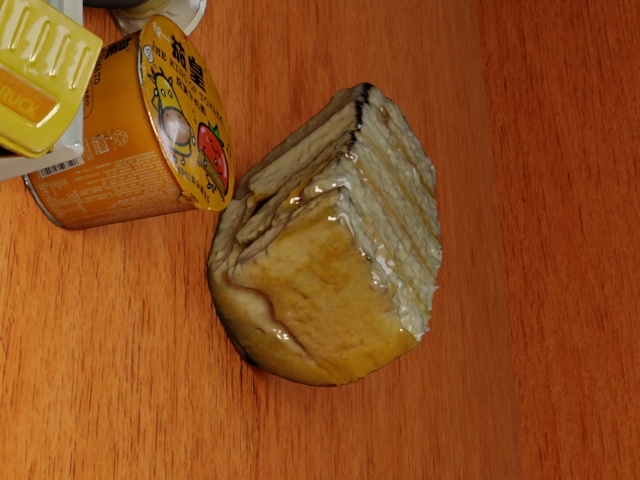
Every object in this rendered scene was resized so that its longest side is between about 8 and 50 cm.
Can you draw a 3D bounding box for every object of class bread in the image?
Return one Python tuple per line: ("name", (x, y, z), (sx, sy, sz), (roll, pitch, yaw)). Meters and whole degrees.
("bread", (-0.003, -0.003, 2.302), (0.239, 0.264, 0.395), (51, 26, -24))

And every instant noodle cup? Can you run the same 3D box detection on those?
("instant noodle cup", (-0.209, -0.111, 1.879), (0.216, 0.172, 0.216), (-17, 90, -73))

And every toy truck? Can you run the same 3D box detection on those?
("toy truck", (-0.262, -0.267, 1.568), (0.180, 0.254, 0.405), (32, 71, -41))

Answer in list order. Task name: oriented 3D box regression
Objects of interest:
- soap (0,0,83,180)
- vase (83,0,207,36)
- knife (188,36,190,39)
("soap", (-0.295, -0.163, 1.754), (0.066, 0.119, 0.198), (49, 30, -52))
("vase", (-0.240, -0.321, 2.017), (0.321, 0.173, 0.173), (39, 38, -71))
("knife", (-0.200, -0.290, 2.242), (0.053, 0.123, 0.278), (-46, 133, -44))
